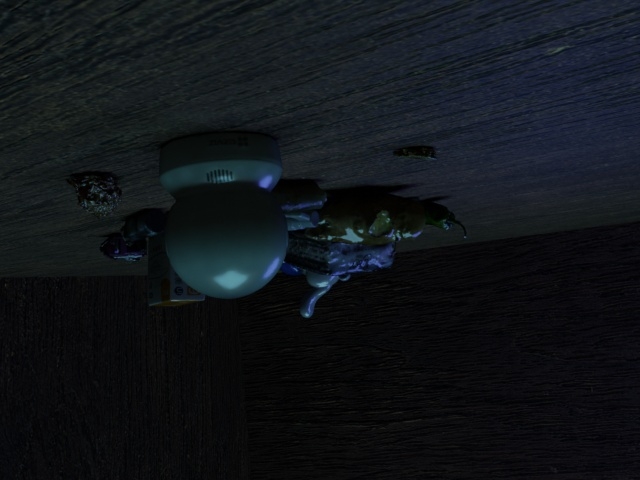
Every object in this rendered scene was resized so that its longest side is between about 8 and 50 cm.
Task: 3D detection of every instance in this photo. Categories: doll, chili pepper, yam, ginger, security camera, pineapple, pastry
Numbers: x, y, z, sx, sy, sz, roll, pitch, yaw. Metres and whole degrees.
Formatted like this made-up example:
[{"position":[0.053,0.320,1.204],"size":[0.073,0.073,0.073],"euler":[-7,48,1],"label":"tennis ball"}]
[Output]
[{"position":[-0.016,0.018,2.336],"size":[0.311,0.243,0.159],"euler":[-43,139,6],"label":"doll"},{"position":[0.261,-0.057,2.165],"size":[0.278,0.122,0.065],"euler":[-5,136,37],"label":"chili pepper"},{"position":[-0.131,-0.082,1.626],"size":[0.317,0.067,0.071],"euler":[-4,-155,-30],"label":"yam"},{"position":[0.086,-0.052,1.888],"size":[0.270,0.123,0.219],"euler":[3,-172,-25],"label":"ginger"},{"position":[-0.142,-0.031,1.256],"size":[0.194,0.236,0.194],"euler":[-7,174,-1],"label":"security camera"},{"position":[0.171,-0.149,1.438],"size":[0.083,0.019,0.045],"euler":[1,175,-30],"label":"pineapple"},{"position":[-0.392,-0.075,1.467],"size":[0.087,0.063,0.169],"euler":[-2,176,-6],"label":"pastry"}]

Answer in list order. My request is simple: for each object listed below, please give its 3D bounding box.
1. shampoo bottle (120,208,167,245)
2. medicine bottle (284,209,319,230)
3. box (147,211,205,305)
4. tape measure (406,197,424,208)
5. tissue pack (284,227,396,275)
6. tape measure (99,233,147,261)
[{"position":[-0.423,-0.029,1.960],"size":[0.057,0.064,0.207],"euler":[11,168,-30],"label":"shampoo bottle"},{"position":[-0.113,-0.049,1.779],"size":[0.220,0.061,0.092],"euler":[-1,168,31],"label":"medicine bottle"},{"position":[-0.354,0.049,2.041],"size":[0.091,0.221,0.274],"euler":[1,171,-23],"label":"box"},{"position":[0.207,-0.076,2.105],"size":[0.091,0.054,0.094],"euler":[-2,168,-14],"label":"tape measure"},{"position":[0.000,0.000,2.095],"size":[0.245,0.123,0.332],"euler":[-7,-165,-42],"label":"tissue pack"},{"position":[-0.549,0.021,2.333],"size":[0.125,0.074,0.118],"euler":[1,174,-32],"label":"tape measure"}]
